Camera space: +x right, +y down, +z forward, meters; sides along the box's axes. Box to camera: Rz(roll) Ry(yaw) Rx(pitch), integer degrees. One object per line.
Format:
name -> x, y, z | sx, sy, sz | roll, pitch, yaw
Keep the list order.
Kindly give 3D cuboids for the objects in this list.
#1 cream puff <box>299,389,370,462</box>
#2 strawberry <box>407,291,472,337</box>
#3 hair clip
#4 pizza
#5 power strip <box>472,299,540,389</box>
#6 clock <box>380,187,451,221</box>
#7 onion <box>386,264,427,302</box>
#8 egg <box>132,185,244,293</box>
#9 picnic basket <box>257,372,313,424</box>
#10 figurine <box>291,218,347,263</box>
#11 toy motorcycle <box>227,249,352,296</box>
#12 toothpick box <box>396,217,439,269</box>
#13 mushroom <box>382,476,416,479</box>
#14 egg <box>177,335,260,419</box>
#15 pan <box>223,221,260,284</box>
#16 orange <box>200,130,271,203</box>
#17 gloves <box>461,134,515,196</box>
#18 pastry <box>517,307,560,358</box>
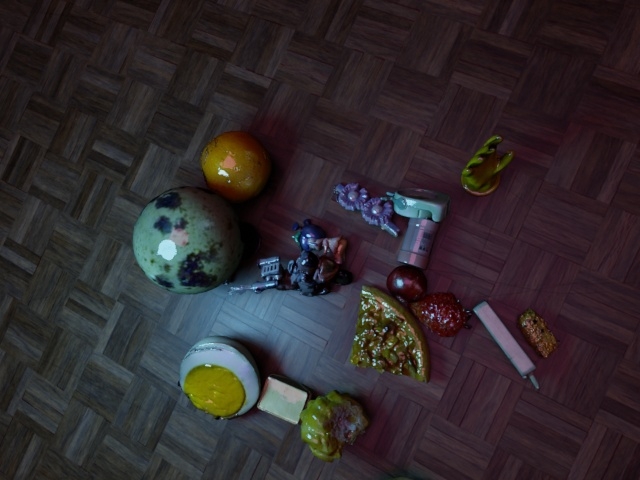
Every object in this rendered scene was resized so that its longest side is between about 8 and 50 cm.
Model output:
cream puff -> 0.022, 0.553, 1.466 | 0.194, 0.221, 0.195 | 27, 128, 40
strawberry -> 0.373, 0.225, 1.474 | 0.192, 0.085, 0.140 | 44, 97, 17
hair clip -> 0.155, -0.111, 1.578 | 0.292, 0.084, 0.106 | 38, 76, 20
pizza -> 0.232, 0.291, 1.505 | 0.257, 0.087, 0.269 | 9, 83, 12
power strip -> 0.558, 0.308, 1.410 | 0.053, 0.093, 0.288 | -37, 76, 9
clock -> 0.299, -0.120, 1.502 | 0.210, 0.159, 0.066 | 12, 112, 22
onion -> 0.271, 0.137, 1.487 | 0.131, 0.131, 0.131 | -2, 83, 14
egg -> -0.425, -0.001, 1.545 | 0.344, 0.428, 0.345 | 0, 90, -18
picnic basket -> -0.114, 0.518, 1.563 | 0.164, 0.079, 0.115 | 20, 87, 15
figurine -> 0.000, 0.000, 1.594 | 0.194, 0.111, 0.102 | 17, 101, 10
toy motorcycle -> -0.106, 0.113, 1.547 | 0.400, 0.207, 0.134 | -6, 61, 15
toothpick box -> 0.309, 0.009, 1.506 | 0.098, 0.098, 0.149 | 17, 87, 15
mushroom -> 0.245, 0.837, 1.398 | 0.278, 0.146, 0.278 | -2, 86, 23
egg -> -0.316, 0.438, 1.586 | 0.264, 0.174, 0.286 | -32, 100, 15
pan -> -0.293, 0.048, 1.690 | 0.136, 0.028, 0.235 | 21, 86, 16
orange -> -0.282, -0.247, 1.613 | 0.246, 0.246, 0.246 | -2, 83, 14
gloves -> 0.476, -0.216, 1.389 | 0.116, 0.294, 0.133 | 35, 92, 16
pastry -> 0.643, 0.276, 1.412 | 0.080, 0.056, 0.140 | -36, 74, -4
